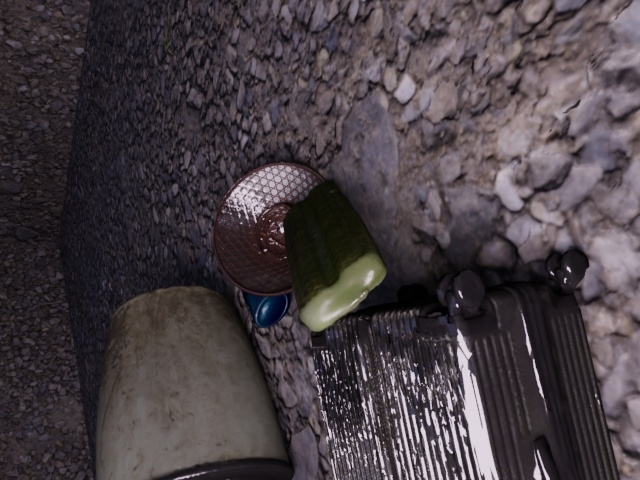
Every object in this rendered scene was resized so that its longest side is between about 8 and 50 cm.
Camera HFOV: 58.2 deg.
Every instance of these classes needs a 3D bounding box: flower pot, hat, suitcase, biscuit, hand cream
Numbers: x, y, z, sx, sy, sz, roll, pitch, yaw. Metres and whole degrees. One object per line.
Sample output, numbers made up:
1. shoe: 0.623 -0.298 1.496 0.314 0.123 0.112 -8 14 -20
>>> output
1. flower pot: -0.217 0.263 0.943 0.293 0.294 0.330 -56 40 45
2. hat: -0.052 -0.009 0.823 0.193 0.082 0.192 -6 74 20
3. suitcase: 0.123 0.196 0.487 0.230 0.152 0.334 -21 77 58
4. biscuit: 0.000 0.000 0.613 0.099 0.038 0.322 -44 16 8
5. hand cream: -0.118 0.018 0.954 0.270 0.061 0.120 61 140 43
